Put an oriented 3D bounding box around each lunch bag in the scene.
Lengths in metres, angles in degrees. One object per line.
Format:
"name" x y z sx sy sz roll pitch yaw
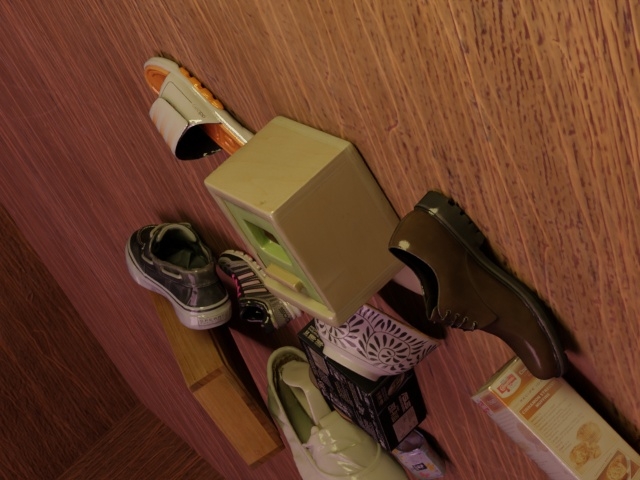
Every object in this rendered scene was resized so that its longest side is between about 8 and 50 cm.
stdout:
"lunch bag" 0.142 0.315 2.238 0.083 0.053 0.071 20 155 53

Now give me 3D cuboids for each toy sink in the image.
"toy sink" 0.000 0.000 1.691 0.153 0.131 0.234 27 155 53

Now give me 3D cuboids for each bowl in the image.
"bowl" 0.053 0.118 1.825 0.170 0.080 0.170 29 178 1

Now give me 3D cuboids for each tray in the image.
"tray" -0.186 0.191 2.554 0.203 0.076 0.411 56 -179 -31

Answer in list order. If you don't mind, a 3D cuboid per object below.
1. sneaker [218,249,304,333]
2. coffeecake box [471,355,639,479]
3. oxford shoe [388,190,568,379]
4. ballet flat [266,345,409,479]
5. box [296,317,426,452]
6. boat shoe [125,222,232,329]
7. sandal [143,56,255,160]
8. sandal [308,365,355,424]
"sneaker" -0.106 0.079 2.271 0.170 0.075 0.063 39 163 28
"coffeecake box" 0.255 0.206 1.612 0.185 0.068 0.142 45 172 6
"oxford shoe" 0.153 0.065 1.515 0.227 0.096 0.083 46 163 -1
"ballet flat" 0.008 0.292 2.338 0.139 0.139 0.400 59 173 -36
"box" 0.059 0.189 2.097 0.147 0.077 0.180 37 161 32
"boat shoe" -0.224 0.025 2.416 0.335 0.121 0.119 35 135 55
"sandal" -0.144 -0.127 1.863 0.265 0.076 0.102 41 163 22
"sandal" 0.044 0.219 2.260 0.180 0.072 0.049 39 142 41
